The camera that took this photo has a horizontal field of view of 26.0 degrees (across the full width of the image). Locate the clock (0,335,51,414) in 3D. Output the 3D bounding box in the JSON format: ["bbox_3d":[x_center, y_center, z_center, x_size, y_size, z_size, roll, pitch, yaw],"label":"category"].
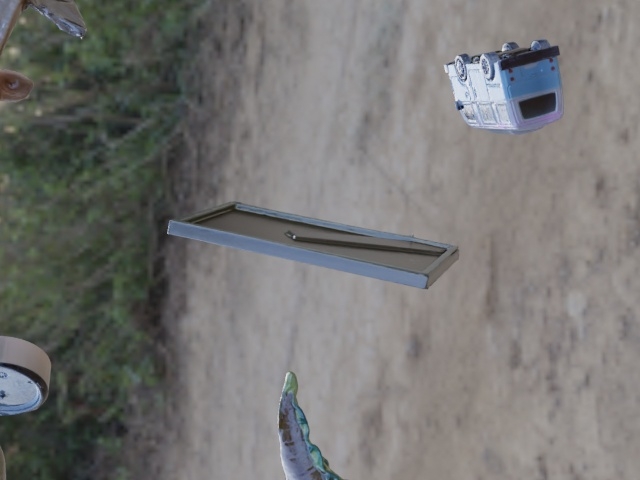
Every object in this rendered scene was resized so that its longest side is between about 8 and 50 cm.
[{"bbox_3d":[-0.505,0.217,2.179,0.229,0.156,0.063,70,-168,-48],"label":"clock"}]

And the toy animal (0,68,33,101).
[{"bbox_3d":[-0.495,-0.146,1.753,0.149,0.165,0.248,87,-157,-57],"label":"toy animal"}]

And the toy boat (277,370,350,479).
[{"bbox_3d":[0.021,0.289,1.685,0.099,0.293,0.108,-43,19,-3],"label":"toy boat"}]

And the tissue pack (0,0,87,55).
[{"bbox_3d":[-0.374,-0.303,1.515,0.305,0.239,0.238,-137,50,-62],"label":"tissue pack"}]

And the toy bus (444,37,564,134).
[{"bbox_3d":[0.158,-0.129,1.184,0.123,0.060,0.074,-162,58,-72],"label":"toy bus"}]

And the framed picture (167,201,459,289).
[{"bbox_3d":[0.000,0.000,1.678,0.232,0.315,0.024,-26,-54,-73],"label":"framed picture"}]

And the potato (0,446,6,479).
[{"bbox_3d":[-0.480,0.330,1.591,0.203,0.218,0.351,34,117,14],"label":"potato"}]
